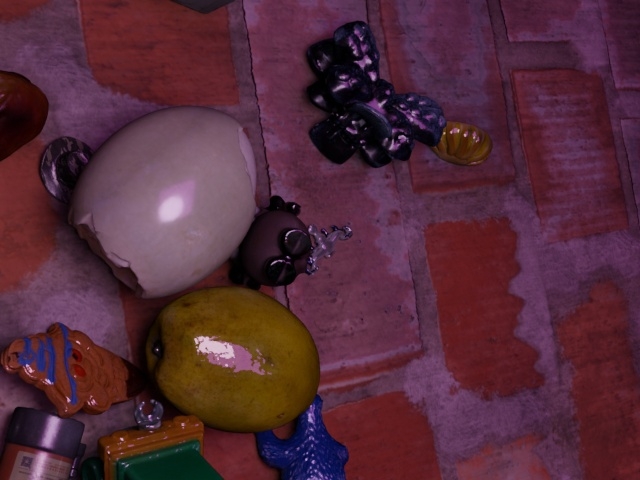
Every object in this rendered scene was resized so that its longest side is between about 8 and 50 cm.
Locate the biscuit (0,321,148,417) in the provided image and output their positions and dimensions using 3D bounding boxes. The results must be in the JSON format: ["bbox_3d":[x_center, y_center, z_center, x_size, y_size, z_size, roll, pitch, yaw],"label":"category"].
[{"bbox_3d":[-0.387,0.211,1.605,0.280,0.043,0.183,18,39,-43],"label":"biscuit"}]

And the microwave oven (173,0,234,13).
[{"bbox_3d":[-0.228,-0.591,1.775,0.237,0.181,0.295,18,83,-29],"label":"microwave oven"}]

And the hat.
[{"bbox_3d":[-0.415,-0.120,1.685,0.121,0.050,0.121,4,82,-33],"label":"hat"}]

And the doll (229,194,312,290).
[{"bbox_3d":[-0.094,0.010,1.746,0.117,0.257,0.182,30,90,-27],"label":"doll"}]

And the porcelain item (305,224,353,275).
[{"bbox_3d":[0.000,0.000,1.935,0.136,0.021,0.075,-44,105,-29],"label":"porcelain item"}]

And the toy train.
[{"bbox_3d":[-0.246,0.459,1.547,0.178,0.249,0.429,-9,110,-33],"label":"toy train"}]

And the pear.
[{"bbox_3d":[-0.149,0.203,1.674,0.307,0.253,0.253,10,77,-36],"label":"pear"}]

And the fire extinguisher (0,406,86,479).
[{"bbox_3d":[-0.445,0.460,1.534,0.200,0.113,0.376,25,70,-26],"label":"fire extinguisher"}]

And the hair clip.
[{"bbox_3d":[0.097,-0.267,1.948,0.310,0.194,0.206,44,56,-17],"label":"hair clip"}]

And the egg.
[{"bbox_3d":[-0.242,-0.076,1.648,0.336,0.278,0.278,-45,106,-22],"label":"egg"}]

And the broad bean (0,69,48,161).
[{"bbox_3d":[-0.543,-0.188,1.579,0.228,0.156,0.122,-33,58,-24],"label":"broad bean"}]

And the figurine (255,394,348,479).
[{"bbox_3d":[-0.016,0.397,1.802,0.164,0.120,0.262,-14,87,-29],"label":"figurine"}]

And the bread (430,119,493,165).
[{"bbox_3d":[0.309,-0.211,2.120,0.157,0.094,0.083,21,67,-35],"label":"bread"}]
